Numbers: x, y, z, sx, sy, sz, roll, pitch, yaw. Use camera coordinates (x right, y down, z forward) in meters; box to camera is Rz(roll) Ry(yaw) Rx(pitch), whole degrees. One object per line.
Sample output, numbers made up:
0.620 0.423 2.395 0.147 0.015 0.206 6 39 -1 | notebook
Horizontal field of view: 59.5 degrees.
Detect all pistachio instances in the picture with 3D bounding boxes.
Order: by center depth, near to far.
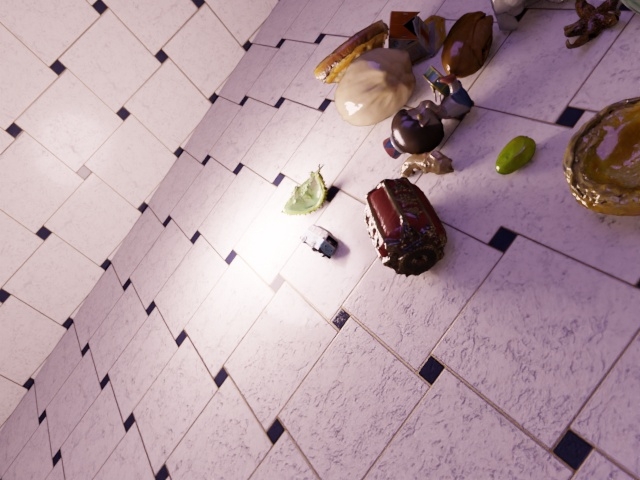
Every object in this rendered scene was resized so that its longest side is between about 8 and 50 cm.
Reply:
0.157 -0.471 1.744 0.332 0.208 0.226 -34 29 51 | pistachio

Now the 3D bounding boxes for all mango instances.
0.456 -0.199 1.315 0.108 0.056 0.073 -47 31 14 | mango

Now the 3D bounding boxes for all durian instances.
-0.032 -0.150 1.777 0.215 0.100 0.086 -48 39 19 | durian

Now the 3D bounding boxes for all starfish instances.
0.658 -0.534 1.345 0.146 0.074 0.189 14 72 53 | starfish

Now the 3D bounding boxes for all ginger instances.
0.280 -0.205 1.505 0.173 0.069 0.051 6 48 52 | ginger

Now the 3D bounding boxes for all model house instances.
0.286 -0.686 1.824 0.207 0.136 0.219 -22 47 38 | model house

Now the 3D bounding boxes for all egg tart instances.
0.606 -0.153 1.064 0.288 0.118 0.288 -28 45 33 | egg tart

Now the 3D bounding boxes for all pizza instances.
0.139 -0.597 1.779 0.251 0.288 0.074 -37 77 42 | pizza

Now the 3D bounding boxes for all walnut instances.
0.415 -0.551 1.577 0.137 0.137 0.245 -5 51 46 | walnut

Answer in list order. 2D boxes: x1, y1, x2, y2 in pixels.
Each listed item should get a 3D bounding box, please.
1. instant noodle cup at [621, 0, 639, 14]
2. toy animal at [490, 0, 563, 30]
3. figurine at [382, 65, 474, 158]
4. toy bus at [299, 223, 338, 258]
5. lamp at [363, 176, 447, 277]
0.772 -0.612 1.194 0.236 0.216 0.215 -56 36 11 | instant noodle cup
0.570 -0.713 1.470 0.265 0.272 0.205 -19 73 22 | toy animal
0.281 -0.332 1.527 0.158 0.161 0.275 46 107 15 | figurine
0.000 0.000 1.658 0.075 0.060 0.123 -53 34 -4 | toy bus
0.203 -0.039 1.381 0.177 0.177 0.274 -39 37 19 | lamp
